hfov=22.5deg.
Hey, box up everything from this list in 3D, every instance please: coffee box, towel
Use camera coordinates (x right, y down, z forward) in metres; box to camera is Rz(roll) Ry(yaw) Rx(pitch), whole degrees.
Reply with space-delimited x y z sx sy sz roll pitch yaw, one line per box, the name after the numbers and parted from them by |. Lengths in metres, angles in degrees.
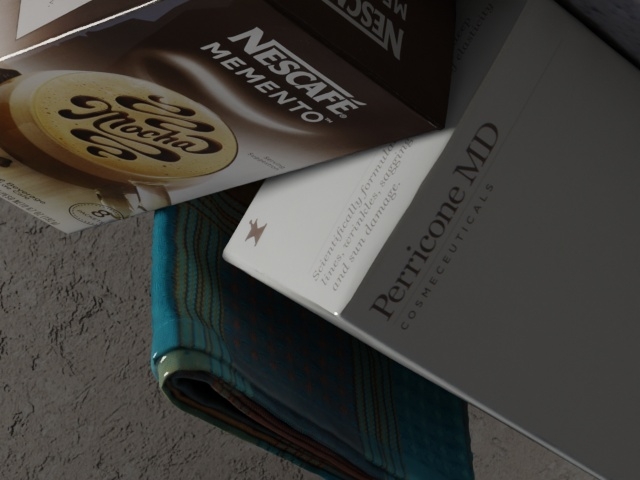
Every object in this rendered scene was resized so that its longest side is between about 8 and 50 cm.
-0.091 -0.112 0.886 0.297 0.119 0.168 -14 147 39 | coffee box
0.000 0.000 1.079 0.271 0.040 0.370 32 -143 -32 | towel

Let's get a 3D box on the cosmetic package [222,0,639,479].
0.159 0.020 0.995 0.385 0.217 0.156 30 178 -34 | cosmetic package
